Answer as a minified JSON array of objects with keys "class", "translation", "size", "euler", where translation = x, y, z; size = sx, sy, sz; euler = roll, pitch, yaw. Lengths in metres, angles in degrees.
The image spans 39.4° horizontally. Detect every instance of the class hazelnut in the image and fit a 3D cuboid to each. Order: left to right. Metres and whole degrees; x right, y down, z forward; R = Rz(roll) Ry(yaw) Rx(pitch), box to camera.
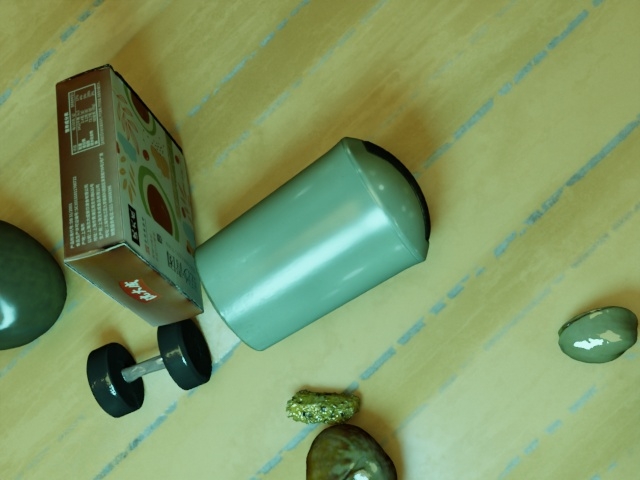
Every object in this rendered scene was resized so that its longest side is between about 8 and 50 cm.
[{"class":"hazelnut","translation":[0.056,0.456,1.706],"size":[0.181,0.181,0.212],"euler":[-31,80,5]}]

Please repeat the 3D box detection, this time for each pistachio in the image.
[{"class":"pistachio","translation":[0.521,0.177,1.680],"size":[0.149,0.113,0.113],"euler":[-12,82,8]}]

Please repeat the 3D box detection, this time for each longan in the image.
[{"class":"longan","translation":[-0.706,0.091,1.859],"size":[0.350,0.288,0.289],"euler":[15,87,1]}]

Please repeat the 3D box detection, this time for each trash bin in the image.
[{"class":"trash bin","translation":[0.000,0.000,1.723],"size":[0.432,0.280,0.280],"euler":[-33,79,10]}]

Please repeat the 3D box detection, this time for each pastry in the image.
[{"class":"pastry","translation":[0.007,0.333,1.785],"size":[0.140,0.080,0.056],"euler":[5,112,18]}]

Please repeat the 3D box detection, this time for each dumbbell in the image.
[{"class":"dumbbell","translation":[-0.348,0.255,1.823],"size":[0.218,0.152,0.153],"euler":[-23,80,8]}]

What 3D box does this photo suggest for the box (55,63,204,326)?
[{"class":"box","translation":[-0.360,-0.076,1.709],"size":[0.122,0.344,0.385],"euler":[-16,62,10]}]
